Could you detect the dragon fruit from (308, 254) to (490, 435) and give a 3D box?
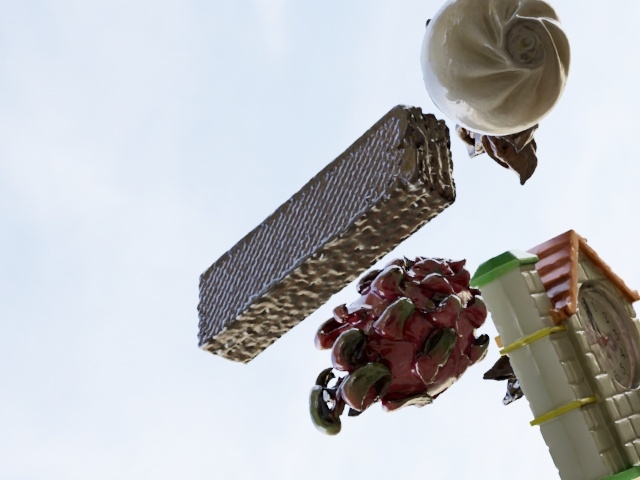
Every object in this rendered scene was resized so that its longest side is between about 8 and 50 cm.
[{"bbox_3d":[0.093,0.122,1.976,0.272,0.218,0.198,-12,-91,-47],"label":"dragon fruit"}]

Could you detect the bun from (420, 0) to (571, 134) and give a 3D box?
[{"bbox_3d":[0.200,-0.204,1.720,0.172,0.120,0.173,1,-93,-17],"label":"bun"}]

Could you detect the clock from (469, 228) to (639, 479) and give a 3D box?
[{"bbox_3d":[0.271,0.118,1.562,0.220,0.106,0.255,-6,-109,-56],"label":"clock"}]

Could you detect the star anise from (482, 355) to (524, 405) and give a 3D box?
[{"bbox_3d":[0.265,0.142,1.890,0.157,0.053,0.212,-36,-14,17],"label":"star anise"}]

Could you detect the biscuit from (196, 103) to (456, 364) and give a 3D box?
[{"bbox_3d":[0.000,0.000,1.664,0.073,0.107,0.388,22,-44,-30],"label":"biscuit"}]

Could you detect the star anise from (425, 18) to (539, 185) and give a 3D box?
[{"bbox_3d":[0.226,-0.194,2.124,0.099,0.214,0.220,-30,-40,-10],"label":"star anise"}]
